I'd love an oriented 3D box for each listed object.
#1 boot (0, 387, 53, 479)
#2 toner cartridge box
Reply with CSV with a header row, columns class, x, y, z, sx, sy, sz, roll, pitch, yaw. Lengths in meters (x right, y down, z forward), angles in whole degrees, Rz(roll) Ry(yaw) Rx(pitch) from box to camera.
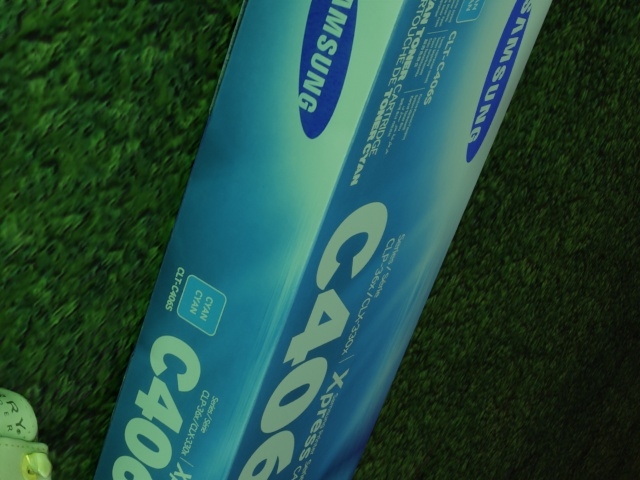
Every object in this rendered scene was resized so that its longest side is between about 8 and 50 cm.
class,x,y,z,sx,sy,sz,roll,pitch,yaw
boot,-0.147,0.041,0.422,0.262,0.095,0.203,-60,157,9
toner cartridge box,0.000,0.000,0.695,0.165,0.075,0.347,-23,139,-56
